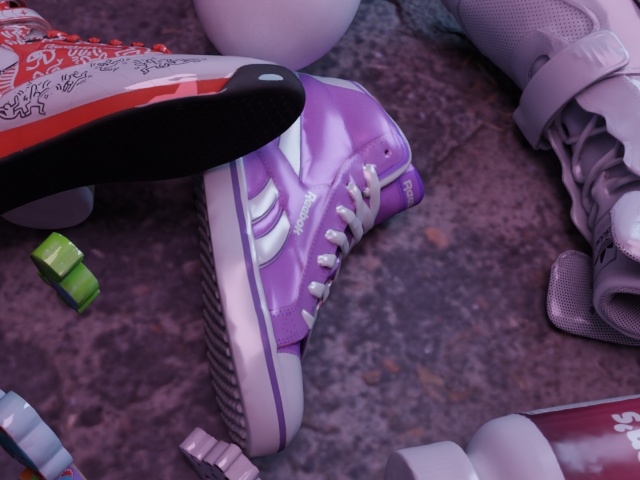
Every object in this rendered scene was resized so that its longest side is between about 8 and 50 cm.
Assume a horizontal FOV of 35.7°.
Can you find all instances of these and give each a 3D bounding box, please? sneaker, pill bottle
[{"bbox_3d":[-0.154,-0.103,0.603,0.270,0.090,0.145,-16,66,-2],"label":"sneaker"},{"bbox_3d":[0.000,-0.001,0.653,0.161,0.102,0.282,0,62,-12],"label":"sneaker"},{"bbox_3d":[0.157,0.156,0.580,0.221,0.121,0.121,-7,64,-12],"label":"pill bottle"},{"bbox_3d":[0.199,-0.068,0.693,0.366,0.137,0.210,39,61,8],"label":"sneaker"},{"bbox_3d":[-0.186,-0.074,0.680,0.067,0.067,0.120,1,63,-8],"label":"pill bottle"}]

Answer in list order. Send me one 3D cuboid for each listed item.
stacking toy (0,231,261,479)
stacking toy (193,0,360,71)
[{"bbox_3d":[-0.135,0.126,0.516,0.052,0.221,0.167,14,52,44],"label":"stacking toy"},{"bbox_3d":[0.023,-0.332,0.723,0.351,0.350,0.479,13,70,-2],"label":"stacking toy"}]
